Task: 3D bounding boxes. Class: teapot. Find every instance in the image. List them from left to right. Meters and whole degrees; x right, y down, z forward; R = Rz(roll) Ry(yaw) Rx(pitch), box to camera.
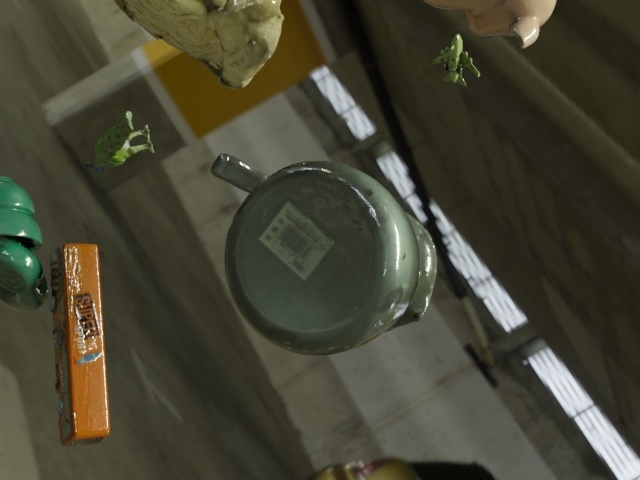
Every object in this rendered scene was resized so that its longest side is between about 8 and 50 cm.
[{"bbox_3d":[0.000,0.024,1.265,0.285,0.305,0.223,15,85,-67],"label":"teapot"}]

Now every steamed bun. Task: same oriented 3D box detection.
[{"bbox_3d":[-0.207,-0.463,1.830,0.372,0.230,0.325,40,-15,-32],"label":"steamed bun"}]

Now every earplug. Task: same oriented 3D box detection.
[{"bbox_3d":[-0.642,0.009,2.085,0.257,0.164,0.280,30,56,-81],"label":"earplug"}]

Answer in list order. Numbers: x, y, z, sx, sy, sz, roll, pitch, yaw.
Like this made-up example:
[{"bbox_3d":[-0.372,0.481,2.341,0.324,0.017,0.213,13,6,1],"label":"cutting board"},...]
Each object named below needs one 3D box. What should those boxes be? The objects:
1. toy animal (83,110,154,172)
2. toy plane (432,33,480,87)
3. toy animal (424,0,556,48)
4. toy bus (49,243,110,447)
[{"bbox_3d":[-0.241,-0.128,1.272,0.217,0.075,0.041,-26,-100,61],"label":"toy animal"},{"bbox_3d":[0.264,-0.351,1.966,0.102,0.040,0.111,18,-40,23],"label":"toy plane"},{"bbox_3d":[0.261,-0.417,1.608,0.250,0.166,0.154,27,8,15],"label":"toy animal"},{"bbox_3d":[-0.489,0.208,2.033,0.092,0.093,0.408,-21,-108,53],"label":"toy bus"}]
